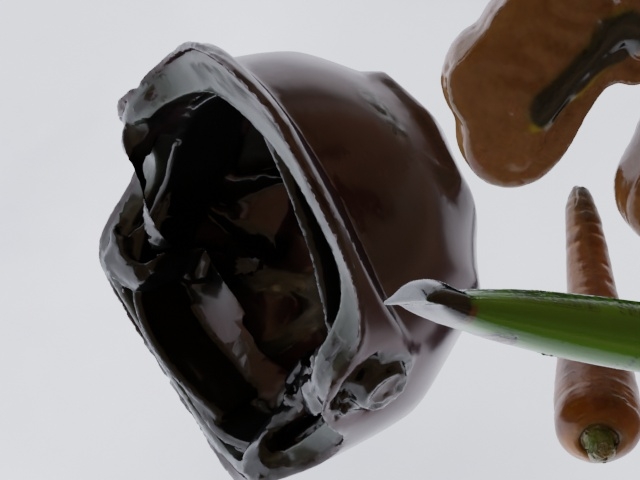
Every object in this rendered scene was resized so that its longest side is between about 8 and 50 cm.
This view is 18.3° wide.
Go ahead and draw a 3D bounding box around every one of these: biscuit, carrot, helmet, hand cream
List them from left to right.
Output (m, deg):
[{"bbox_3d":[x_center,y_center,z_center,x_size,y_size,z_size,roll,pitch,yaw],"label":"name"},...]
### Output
[{"bbox_3d":[0.000,0.000,1.316,0.197,0.338,0.271,-19,-121,-31],"label":"helmet"},{"bbox_3d":[0.082,0.027,0.633,0.122,0.036,0.023,10,-95,-19],"label":"hand cream"},{"bbox_3d":[0.193,0.061,1.423,0.061,0.061,0.257,22,-138,-20],"label":"carrot"},{"bbox_3d":[0.201,-0.158,1.000,0.202,0.047,0.334,22,-77,-20],"label":"biscuit"}]
